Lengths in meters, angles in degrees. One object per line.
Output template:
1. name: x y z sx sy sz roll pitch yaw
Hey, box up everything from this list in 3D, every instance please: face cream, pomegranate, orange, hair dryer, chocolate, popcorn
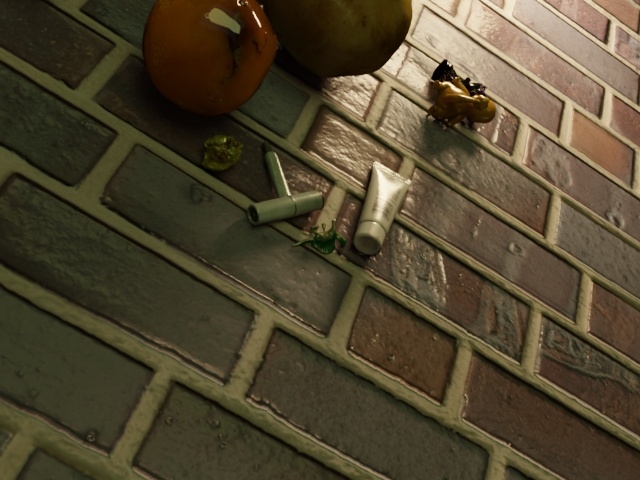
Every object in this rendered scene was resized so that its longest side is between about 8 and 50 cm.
1. face cream: 0.120 -0.068 1.533 0.092 0.058 0.243 28 45 -5
2. pomegranate: 0.040 -0.508 1.597 0.333 0.332 0.332 15 55 -22
3. orange: -0.202 -0.351 1.392 0.246 0.246 0.246 15 55 -22
4. hair dryer: -0.098 -0.119 1.449 0.155 0.044 0.183 -15 65 -37
5. chocolate: 0.346 -0.383 1.854 0.147 0.070 0.072 24 80 -15
6. popcorn: -0.182 -0.160 1.409 0.083 0.068 0.060 -44 44 -18

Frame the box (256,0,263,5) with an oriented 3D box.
1. box: -0.173 -0.583 1.584 0.201 0.058 0.140 7 69 -74

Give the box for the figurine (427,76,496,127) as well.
1. figurine: 0.350 -0.318 1.775 0.176 0.122 0.121 8 91 -34

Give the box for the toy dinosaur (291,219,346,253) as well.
1. toy dinosaur: 0.001 0.000 1.438 0.120 0.029 0.060 -21 89 -36
